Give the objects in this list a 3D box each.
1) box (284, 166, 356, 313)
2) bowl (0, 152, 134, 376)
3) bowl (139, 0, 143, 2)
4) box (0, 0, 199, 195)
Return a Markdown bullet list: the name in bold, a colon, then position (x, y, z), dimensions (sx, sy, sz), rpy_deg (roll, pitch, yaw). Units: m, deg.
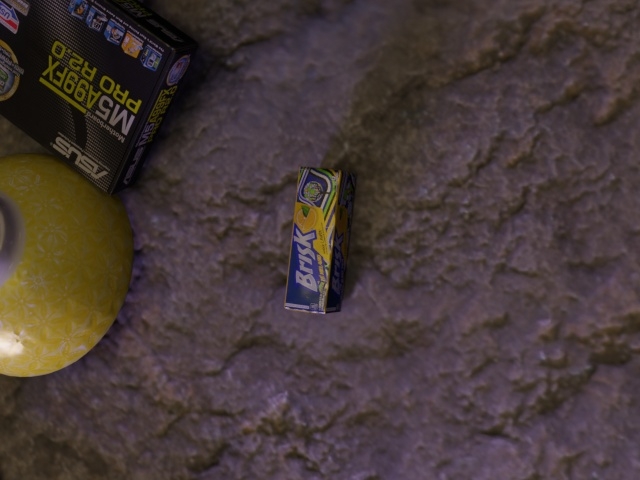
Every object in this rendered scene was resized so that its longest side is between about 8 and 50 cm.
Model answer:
- **box**: position (0.000, 0.000, 1.251), dimensions (0.054, 0.059, 0.168), rpy_deg (6, 91, 21)
- **bowl**: position (-0.391, 0.015, 1.303), dimensions (0.290, 0.156, 0.289), rpy_deg (-4, 75, 17)
- **bowl**: position (-0.287, -0.314, 1.356), dimensions (0.142, 0.053, 0.142), rpy_deg (30, 99, 17)
- **box**: position (-0.306, -0.220, 1.306), dimensions (0.270, 0.060, 0.216), rpy_deg (37, 117, 10)
